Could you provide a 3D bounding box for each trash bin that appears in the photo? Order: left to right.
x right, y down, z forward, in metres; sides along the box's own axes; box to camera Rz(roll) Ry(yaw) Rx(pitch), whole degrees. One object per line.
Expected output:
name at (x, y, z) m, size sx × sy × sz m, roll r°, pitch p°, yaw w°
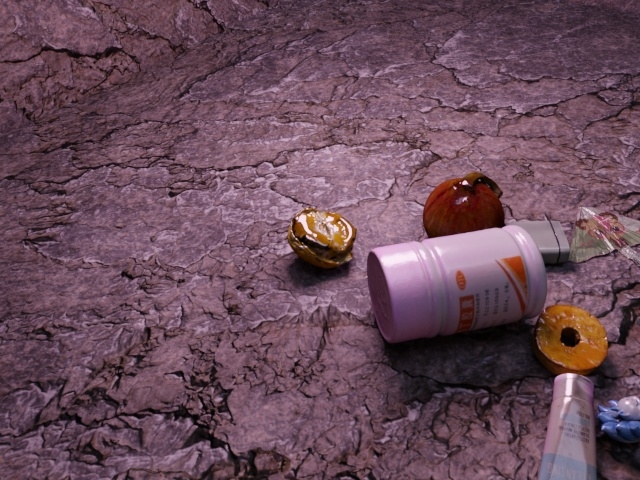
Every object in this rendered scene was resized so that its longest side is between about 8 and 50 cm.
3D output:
trash bin at (0.510, 0.005, 1.339) m, size 0.130 × 0.059 × 0.116 m, roll -1°, pitch 41°, yaw 4°

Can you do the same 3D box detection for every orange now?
orange at (0.000, 0.000, 1.341) m, size 0.170 × 0.112 × 0.160 m, roll 46°, pitch 48°, yaw 2°

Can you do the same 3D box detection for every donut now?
donut at (0.489, 0.202, 1.113) m, size 0.152 × 0.058 × 0.152 m, roll 1°, pitch 47°, yaw -1°

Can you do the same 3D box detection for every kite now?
kite at (0.719, -0.012, 1.378) m, size 0.323 × 0.013 × 0.268 m, roll -13°, pitch 42°, yaw -9°

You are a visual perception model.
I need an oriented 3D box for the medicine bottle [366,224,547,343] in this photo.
medicine bottle at (0.271, 0.089, 1.154) m, size 0.316 × 0.202 × 0.202 m, roll -9°, pitch 42°, yaw -6°

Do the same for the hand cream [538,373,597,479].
hand cream at (0.411, 0.370, 0.936) m, size 0.111 × 0.070 × 0.312 m, roll 13°, pitch 48°, yaw 13°

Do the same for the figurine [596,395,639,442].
figurine at (0.533, 0.311, 0.979) m, size 0.114 × 0.079 × 0.114 m, roll -4°, pitch 16°, yaw 1°

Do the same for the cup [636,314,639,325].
cup at (0.761, 0.168, 1.096) m, size 0.235 × 0.148 × 0.134 m, roll 28°, pitch 77°, yaw 35°

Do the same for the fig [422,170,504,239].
fig at (0.340, -0.070, 1.338) m, size 0.205 × 0.205 × 0.205 m, roll -2°, pitch 42°, yaw 2°
